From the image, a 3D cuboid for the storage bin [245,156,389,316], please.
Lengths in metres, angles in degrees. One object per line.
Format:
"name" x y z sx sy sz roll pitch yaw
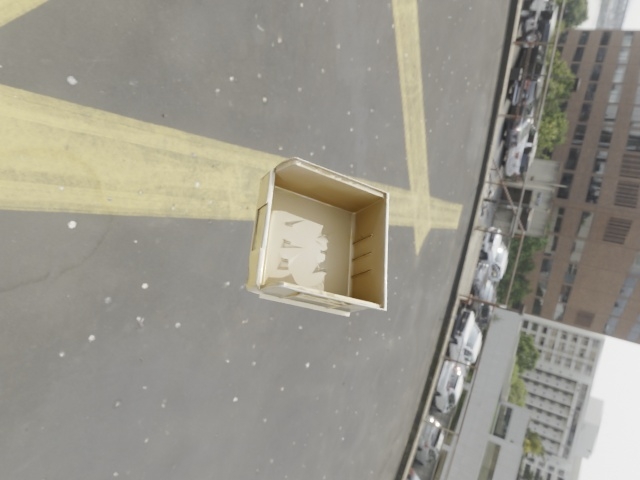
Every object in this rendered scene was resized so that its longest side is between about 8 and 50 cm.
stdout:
"storage bin" 0.000 0.000 0.945 0.260 0.123 0.262 17 66 -29
